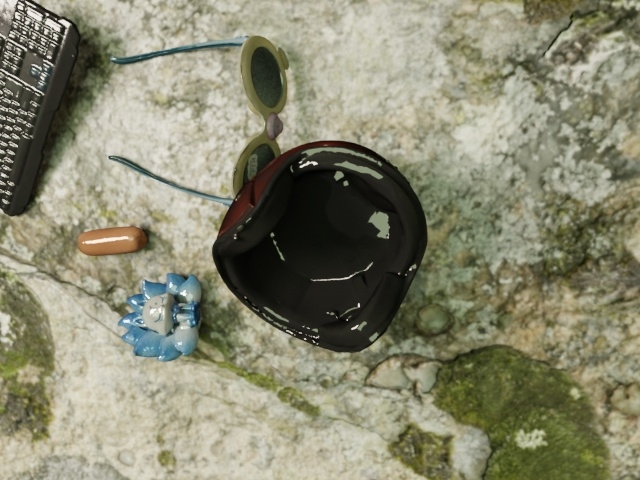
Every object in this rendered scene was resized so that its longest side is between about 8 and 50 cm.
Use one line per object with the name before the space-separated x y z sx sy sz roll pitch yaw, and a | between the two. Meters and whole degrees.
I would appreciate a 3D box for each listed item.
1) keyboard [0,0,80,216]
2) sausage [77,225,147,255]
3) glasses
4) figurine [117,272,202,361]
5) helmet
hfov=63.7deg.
keyboard | -0.366 -0.153 0.607 0.106 0.016 0.262 30 112 -4
sausage | -0.258 0.001 0.639 0.083 0.034 0.034 -6 97 7
glasses | -0.151 -0.137 0.580 0.220 0.088 0.190 6 99 6
figurine | -0.195 0.093 0.620 0.114 0.079 0.114 -1 72 3
helmet | 0.000 0.000 0.527 0.189 0.193 0.216 43 109 -13
